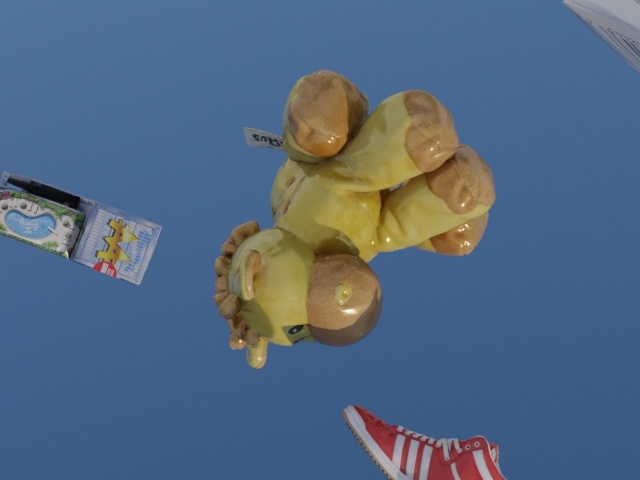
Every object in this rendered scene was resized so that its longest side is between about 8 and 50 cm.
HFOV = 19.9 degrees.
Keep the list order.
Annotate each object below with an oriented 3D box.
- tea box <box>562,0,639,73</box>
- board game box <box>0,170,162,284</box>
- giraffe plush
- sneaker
[{"bbox_3d":[0.357,-0.140,0.849,0.323,0.220,0.329,-55,-135,4],"label":"tea box"},{"bbox_3d":[-0.230,-0.015,1.662,0.194,0.060,0.194,21,177,-26],"label":"board game box"},{"bbox_3d":[0.000,0.000,1.270,0.210,0.181,0.170,2,-127,37],"label":"giraffe plush"},{"bbox_3d":[0.072,0.137,1.195,0.067,0.042,0.118,-44,-109,-1],"label":"sneaker"}]
